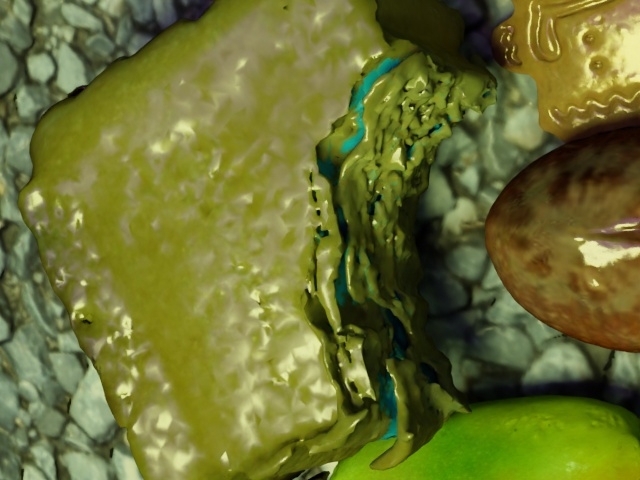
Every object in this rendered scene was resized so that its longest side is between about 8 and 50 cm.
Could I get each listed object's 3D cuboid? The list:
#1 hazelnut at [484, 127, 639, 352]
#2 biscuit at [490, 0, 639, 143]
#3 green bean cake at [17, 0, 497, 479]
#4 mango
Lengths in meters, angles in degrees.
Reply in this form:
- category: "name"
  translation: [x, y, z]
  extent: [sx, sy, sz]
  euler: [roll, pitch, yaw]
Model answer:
- category: "hazelnut"
  translation: [0.175, 0.000, 0.924]
  extent: [0.154, 0.143, 0.143]
  euler: [6, 108, 27]
- category: "biscuit"
  translation: [0.165, -0.149, 0.948]
  extent: [0.133, 0.027, 0.184]
  euler: [2, 106, 30]
- category: "green bean cake"
  translation: [0.000, 0.000, 0.980]
  extent: [0.285, 0.202, 0.310]
  euler: [-25, 81, 23]
- category: "mango"
  translation: [0.113, 0.168, 1.016]
  extent: [0.233, 0.125, 0.111]
  euler: [-10, 137, 23]
